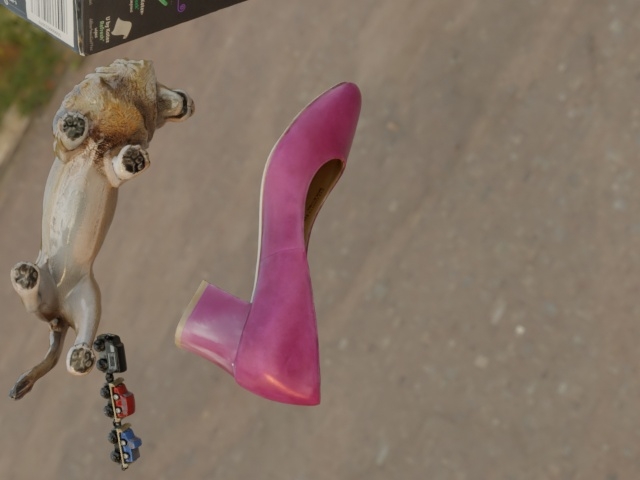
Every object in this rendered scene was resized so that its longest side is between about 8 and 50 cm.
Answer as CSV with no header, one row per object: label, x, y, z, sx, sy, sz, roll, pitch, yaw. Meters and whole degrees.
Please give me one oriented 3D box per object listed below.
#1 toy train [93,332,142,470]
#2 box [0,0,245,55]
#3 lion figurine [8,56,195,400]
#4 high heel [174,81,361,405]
toy train,-0.224,0.180,1.928,0.027,0.036,0.158,-31,-65,-66
box,-0.162,-0.298,1.615,0.165,0.270,0.143,35,135,36
lion figurine,-0.263,-0.021,1.896,0.240,0.142,0.392,-164,98,-80
high heel,0.000,0.000,1.251,0.244,0.117,0.082,-59,-18,-22
